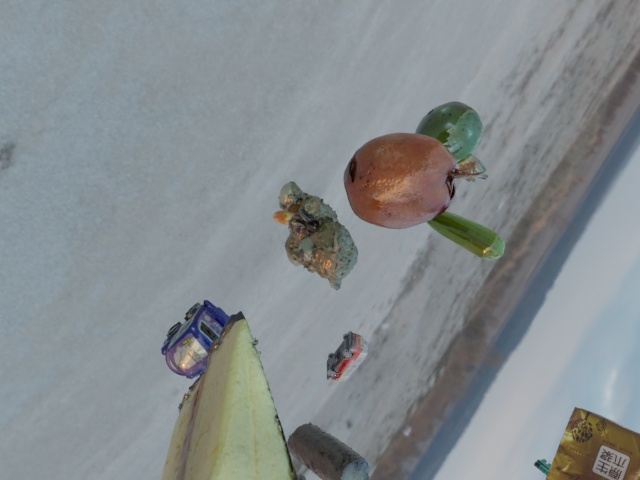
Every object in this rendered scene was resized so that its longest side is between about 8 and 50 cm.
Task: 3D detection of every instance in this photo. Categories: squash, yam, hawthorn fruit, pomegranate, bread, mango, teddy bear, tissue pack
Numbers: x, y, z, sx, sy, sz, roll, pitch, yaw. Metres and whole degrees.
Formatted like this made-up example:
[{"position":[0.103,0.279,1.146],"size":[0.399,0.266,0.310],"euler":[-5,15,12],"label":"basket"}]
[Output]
[{"position":[0.320,-0.017,1.508],"size":[0.066,0.201,0.066],"euler":[-42,147,-34],"label":"squash"},{"position":[0.025,0.636,1.977],"size":[0.131,0.279,0.131],"euler":[-7,102,-34],"label":"yam"},{"position":[0.201,-0.129,1.422],"size":[0.211,0.299,0.211],"euler":[4,85,-61],"label":"hawthorn fruit"},{"position":[0.362,-0.259,1.809],"size":[0.187,0.225,0.187],"euler":[-34,-168,8],"label":"pomegranate"},{"position":[-0.158,0.410,1.241],"size":[0.345,0.242,0.405],"euler":[-44,-152,40],"label":"bread"},{"position":[-0.124,-0.073,2.197],"size":[0.089,0.060,0.046],"euler":[-8,-120,58],"label":"mango"},{"position":[0.000,0.000,1.735],"size":[0.156,0.256,0.267],"euler":[-15,134,-13],"label":"teddy bear"},{"position":[0.628,0.486,1.448],"size":[0.092,0.226,0.183],"euler":[34,79,-56],"label":"tissue pack"}]

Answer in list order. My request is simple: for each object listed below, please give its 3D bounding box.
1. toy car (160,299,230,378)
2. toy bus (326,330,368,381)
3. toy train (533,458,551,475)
[{"position":[-0.351,0.299,1.898],"size":[0.235,0.172,0.158],"euler":[-42,-174,24],"label":"toy car"},{"position":[0.079,0.344,1.989],"size":[0.079,0.077,0.174],"euler":[-87,-156,-49],"label":"toy bus"},{"position":[0.612,0.621,1.802],"size":[0.045,0.092,0.029],"euler":[2,114,-42],"label":"toy train"}]
